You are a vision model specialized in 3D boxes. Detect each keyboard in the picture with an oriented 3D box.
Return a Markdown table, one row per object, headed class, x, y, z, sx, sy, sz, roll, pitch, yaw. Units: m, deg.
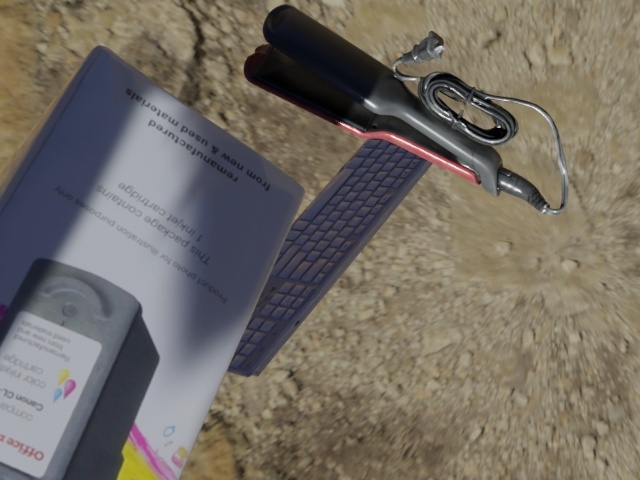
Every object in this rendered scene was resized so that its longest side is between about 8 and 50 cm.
| class | x | y | z | sx | sy | sz | roll | pitch | yaw |
| --- | --- | --- | --- | --- | --- | --- | --- | --- | --- |
| keyboard | 0.000 | 0.000 | 0.897 | 0.072 | 0.014 | 0.256 | 13 | 50 | 39 |

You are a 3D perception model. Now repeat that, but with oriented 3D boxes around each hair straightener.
| class | x | y | z | sx | sy | sz | roll | pitch | yaw |
| --- | --- | --- | --- | --- | --- | --- | --- | --- | --- |
| hair straightener | 0.063 | -0.087 | 0.808 | 0.230 | 0.089 | 0.047 | 31 | 50 | 2 |

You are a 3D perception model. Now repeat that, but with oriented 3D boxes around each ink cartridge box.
| class | x | y | z | sx | sy | sz | roll | pitch | yaw |
| --- | --- | --- | --- | --- | --- | --- | --- | --- | --- |
| ink cartridge box | -0.155 | 0.094 | 0.586 | 0.131 | 0.226 | 0.306 | 34 | 54 | -17 |
